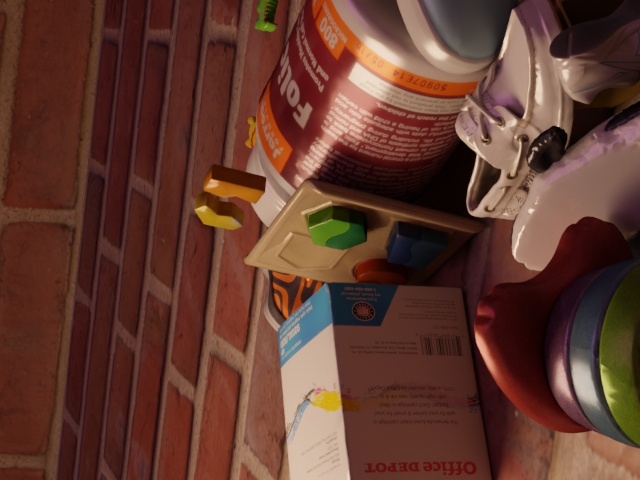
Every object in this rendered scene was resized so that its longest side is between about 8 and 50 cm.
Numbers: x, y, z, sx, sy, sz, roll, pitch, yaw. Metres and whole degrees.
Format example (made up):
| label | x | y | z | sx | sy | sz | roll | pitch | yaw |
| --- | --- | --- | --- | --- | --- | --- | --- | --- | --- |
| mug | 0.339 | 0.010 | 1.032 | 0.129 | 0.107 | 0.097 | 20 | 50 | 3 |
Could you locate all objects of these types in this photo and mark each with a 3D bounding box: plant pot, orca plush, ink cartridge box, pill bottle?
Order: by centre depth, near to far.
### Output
| label | x | y | z | sx | sy | sz | roll | pitch | yaw |
| --- | --- | --- | --- | --- | --- | --- | --- | --- | --- |
| orca plush | 0.264 | -0.090 | 1.061 | 0.102 | 0.151 | 0.287 | -65 | -3 | -49 |
| plant pot | 0.252 | -0.165 | 1.128 | 0.083 | 0.081 | 0.081 | 102 | 159 | -52 |
| pill bottle | 0.056 | -0.161 | 1.379 | 0.392 | 0.224 | 0.224 | 122 | 145 | -53 |
| ink cartridge box | 0.064 | 0.185 | 1.386 | 0.168 | 0.171 | 0.233 | 135 | 134 | -57 |

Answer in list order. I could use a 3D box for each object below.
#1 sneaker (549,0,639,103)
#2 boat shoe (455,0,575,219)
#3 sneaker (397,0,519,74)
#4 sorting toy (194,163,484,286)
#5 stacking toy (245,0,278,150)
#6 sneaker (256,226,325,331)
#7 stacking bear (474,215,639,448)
| label | x | y | z | sx | sy | sz | roll | pitch | yaw |
| --- | --- | --- | --- | --- | --- | --- | --- | --- | --- |
| sneaker | 0.265 | -0.168 | 1.042 | 0.061 | 0.152 | 0.054 | 66 | 176 | -36 |
| boat shoe | 0.175 | -0.108 | 1.152 | 0.277 | 0.096 | 0.098 | 84 | 176 | -50 |
| sneaker | 0.152 | -0.337 | 1.112 | 0.150 | 0.135 | 0.366 | -175 | 88 | -72 |
| sorting toy | 0.000 | 0.000 | 1.394 | 0.229 | 0.307 | 0.041 | 134 | 145 | -57 |
| stacking toy | -0.012 | -0.209 | 1.630 | 0.052 | 0.167 | 0.221 | -2 | 81 | 49 |
| sneaker | -0.009 | 0.007 | 1.645 | 0.321 | 0.124 | 0.180 | -121 | 40 | -53 |
| stacking bear | 0.286 | 0.081 | 0.918 | 0.289 | 0.175 | 0.164 | -1 | 120 | 57 |
